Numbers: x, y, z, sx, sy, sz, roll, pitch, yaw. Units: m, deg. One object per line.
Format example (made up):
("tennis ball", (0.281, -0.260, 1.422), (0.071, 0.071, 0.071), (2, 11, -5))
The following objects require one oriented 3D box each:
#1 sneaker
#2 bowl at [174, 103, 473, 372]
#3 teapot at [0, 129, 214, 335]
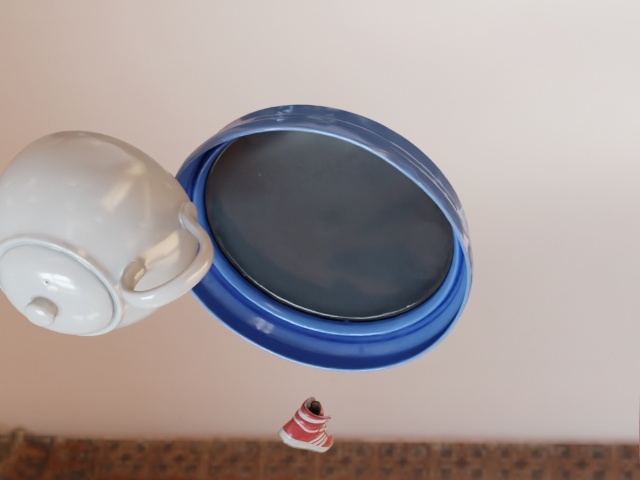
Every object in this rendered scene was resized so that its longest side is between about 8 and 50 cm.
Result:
("sneaker", (-0.003, 0.249, 1.602), (0.067, 0.042, 0.118), (-52, -30, 11))
("bowl", (0.000, 0.000, 1.468), (0.077, 0.391, 0.391), (-67, -24, -46))
("teapot", (-0.262, 0.017, 1.295), (0.256, 0.252, 0.187), (-55, 9, 48))
